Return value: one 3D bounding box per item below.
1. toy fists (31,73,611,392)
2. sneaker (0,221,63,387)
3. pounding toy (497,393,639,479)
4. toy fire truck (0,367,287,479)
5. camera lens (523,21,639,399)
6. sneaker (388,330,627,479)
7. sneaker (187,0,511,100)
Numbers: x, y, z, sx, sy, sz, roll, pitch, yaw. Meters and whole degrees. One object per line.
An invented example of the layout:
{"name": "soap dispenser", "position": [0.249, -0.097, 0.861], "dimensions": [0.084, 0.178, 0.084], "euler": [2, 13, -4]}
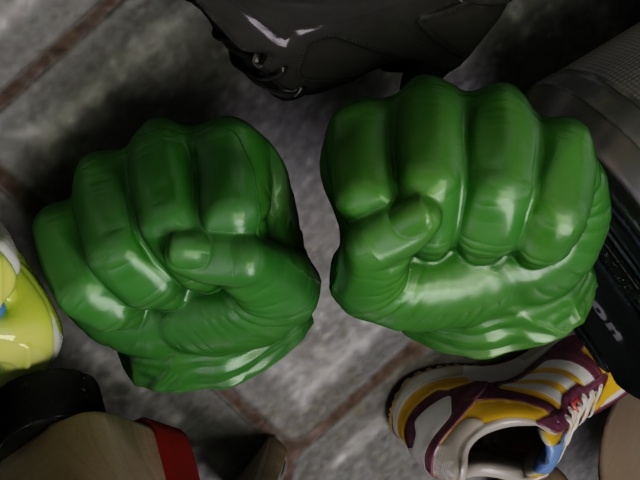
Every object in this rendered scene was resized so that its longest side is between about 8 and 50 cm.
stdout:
{"name": "toy fists", "position": [0.000, 0.000, 0.927], "dimensions": [0.279, 0.096, 0.142], "euler": [-7, 136, 12]}
{"name": "sneaker", "position": [-0.207, 0.004, 0.866], "dimensions": [0.126, 0.091, 0.240], "euler": [-32, 134, -9]}
{"name": "pounding toy", "position": [0.245, 0.180, 1.264], "dimensions": [0.237, 0.183, 0.110], "euler": [-29, 159, -13]}
{"name": "toy fire truck", "position": [-0.118, 0.172, 1.018], "dimensions": [0.217, 0.158, 0.246], "euler": [-37, 142, 25]}
{"name": "camera lens", "position": [0.255, -0.042, 1.046], "dimensions": [0.274, 0.219, 0.219], "euler": [-31, 133, -10]}
{"name": "sneaker", "position": [0.137, 0.108, 1.172], "dimensions": [0.186, 0.084, 0.069], "euler": [-16, 129, -23]}
{"name": "sneaker", "position": [-0.022, -0.128, 0.888], "dimensions": [0.286, 0.109, 0.130], "euler": [13, 123, -35]}
